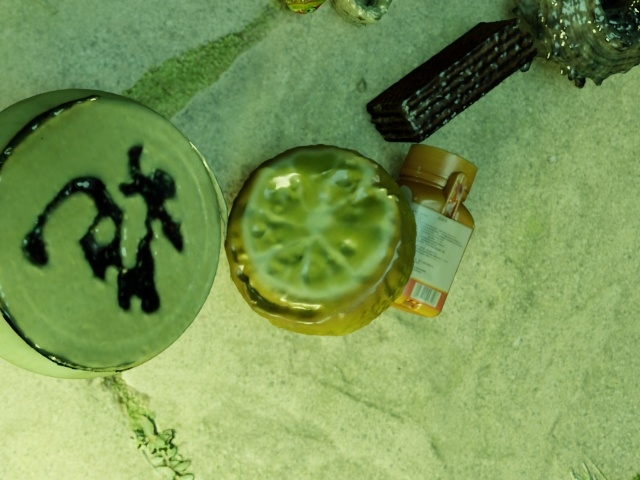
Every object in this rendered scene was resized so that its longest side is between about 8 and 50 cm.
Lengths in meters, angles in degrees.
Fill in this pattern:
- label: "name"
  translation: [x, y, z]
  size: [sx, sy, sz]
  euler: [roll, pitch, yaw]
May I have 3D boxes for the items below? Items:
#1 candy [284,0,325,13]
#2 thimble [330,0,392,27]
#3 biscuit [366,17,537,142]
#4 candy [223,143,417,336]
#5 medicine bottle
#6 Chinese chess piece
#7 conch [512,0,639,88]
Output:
- label: "candy"
  translation: [-0.024, -0.400, 1.479]
  size: [0.061, 0.060, 0.200]
  euler: [-13, 116, -22]
- label: "thimble"
  translation: [0.055, -0.351, 1.538]
  size: [0.085, 0.062, 0.109]
  euler: [-15, 100, -19]
- label: "biscuit"
  translation: [0.191, -0.231, 1.586]
  size: [0.252, 0.106, 0.070]
  euler: [-36, 109, -17]
- label: "candy"
  translation: [0.000, 0.000, 1.453]
  size: [0.259, 0.260, 0.118]
  euler: [-68, 157, -5]
- label: "medicine bottle"
  translation: [0.133, -0.015, 1.555]
  size: [0.112, 0.149, 0.222]
  euler: [24, 85, -24]
- label: "Chinese chess piece"
  translation: [-0.280, -0.007, 1.332]
  size: [0.349, 0.146, 0.349]
  euler: [-1, 92, -41]
- label: "conch"
  translation: [0.420, -0.363, 1.654]
  size: [0.313, 0.186, 0.240]
  euler: [-25, 98, 0]
